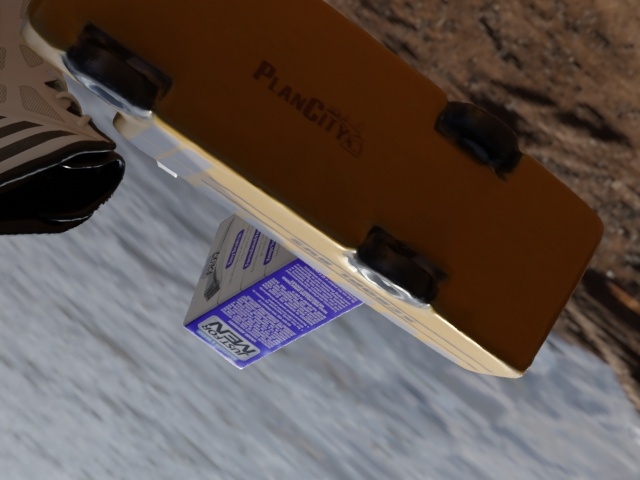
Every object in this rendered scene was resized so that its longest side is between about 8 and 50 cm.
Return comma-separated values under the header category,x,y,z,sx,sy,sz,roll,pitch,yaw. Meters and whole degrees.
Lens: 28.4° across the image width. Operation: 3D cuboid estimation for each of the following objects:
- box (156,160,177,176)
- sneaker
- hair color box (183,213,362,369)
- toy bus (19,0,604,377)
category,x,y,z,sx,sy,sz,roll,pitch,yaw
box,-0.089,-0.213,1.478,0.063,0.324,0.067,25,158,11
sneaker,-0.292,-0.127,1.267,0.257,0.447,0.169,28,125,3
hair color box,0.000,0.000,1.488,0.339,0.185,0.110,-29,120,36
toy bus,-0.002,-0.055,0.703,0.333,0.108,0.130,34,170,-13
